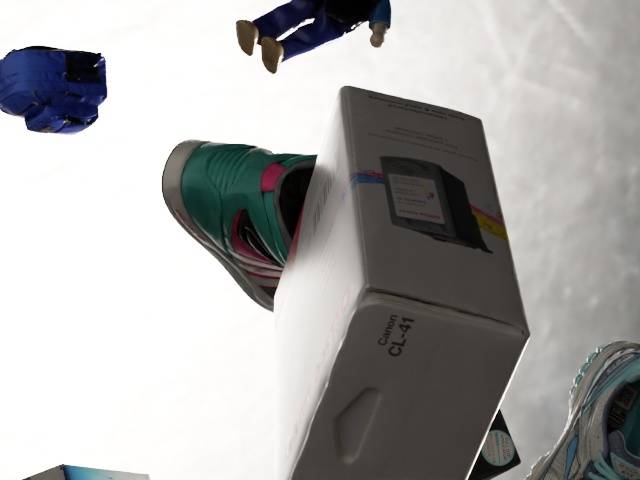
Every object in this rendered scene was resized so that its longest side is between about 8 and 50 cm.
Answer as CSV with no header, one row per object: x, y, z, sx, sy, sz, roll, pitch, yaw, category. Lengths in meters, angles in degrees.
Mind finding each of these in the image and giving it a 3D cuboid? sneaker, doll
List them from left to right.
0.000,0.000,1.714,0.295,0.178,0.124,39,67,-45,sneaker
0.015,-0.223,1.732,0.189,0.129,0.046,-32,142,-26,doll
0.278,0.232,1.789,0.122,0.110,0.283,166,-56,-75,sneaker

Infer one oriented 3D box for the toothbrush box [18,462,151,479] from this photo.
-0.311,0.345,1.985,0.295,0.216,0.126,36,33,-73,toothbrush box

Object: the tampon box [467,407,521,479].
0.085,0.189,1.696,0.161,0.120,0.101,-17,168,-19,tampon box

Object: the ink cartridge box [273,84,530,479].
0.050,0.054,1.367,0.306,0.131,0.226,-95,-159,-57,ink cartridge box

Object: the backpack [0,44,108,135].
-0.322,-0.179,2.116,0.120,0.098,0.101,6,69,-36,backpack
